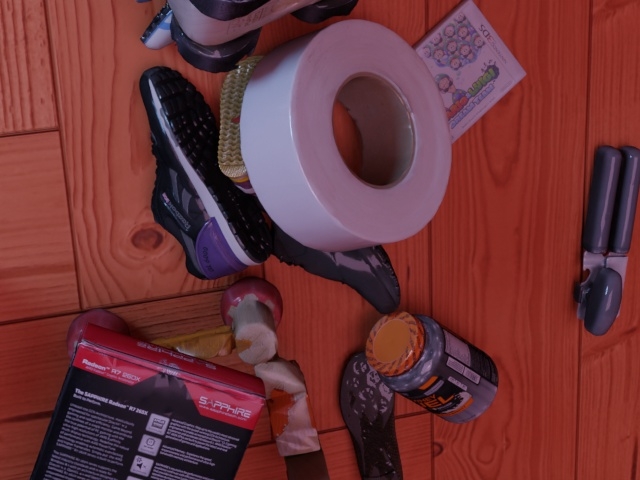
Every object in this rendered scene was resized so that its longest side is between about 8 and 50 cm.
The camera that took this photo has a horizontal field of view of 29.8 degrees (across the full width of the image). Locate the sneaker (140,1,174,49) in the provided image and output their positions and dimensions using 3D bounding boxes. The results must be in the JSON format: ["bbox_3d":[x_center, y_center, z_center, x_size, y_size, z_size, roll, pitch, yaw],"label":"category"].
[{"bbox_3d":[-0.115,-0.300,1.488,0.237,0.085,0.086,-35,105,-4],"label":"sneaker"}]

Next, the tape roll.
[{"bbox_3d":[0.038,-0.129,1.516,0.286,0.100,0.286,10,75,-41],"label":"tape roll"}]

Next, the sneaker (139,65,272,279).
[{"bbox_3d":[-0.182,-0.077,1.533,0.124,0.107,0.283,-22,98,27],"label":"sneaker"}]

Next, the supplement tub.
[{"bbox_3d":[0.157,0.178,1.707,0.190,0.117,0.117,33,95,-39],"label":"supplement tub"}]

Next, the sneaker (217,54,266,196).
[{"bbox_3d":[-0.085,-0.146,1.542,0.084,0.070,0.185,47,46,-56],"label":"sneaker"}]

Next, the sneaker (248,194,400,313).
[{"bbox_3d":[0.000,0.000,1.632,0.130,0.109,0.286,-38,107,4],"label":"sneaker"}]

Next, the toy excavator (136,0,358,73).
[{"bbox_3d":[-0.190,-0.415,1.338,0.433,0.222,0.445,-26,84,-14],"label":"toy excavator"}]

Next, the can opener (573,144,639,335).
[{"bbox_3d":[0.435,0.000,1.780,0.074,0.093,0.280,0,103,-18],"label":"can opener"}]

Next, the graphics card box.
[{"bbox_3d":[-0.235,0.305,1.455,0.233,0.094,0.371,18,102,-10],"label":"graphics card box"}]

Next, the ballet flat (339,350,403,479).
[{"bbox_3d":[0.080,0.275,1.775,0.084,0.058,0.250,-10,106,8],"label":"ballet flat"}]

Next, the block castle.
[{"bbox_3d":[-0.148,0.292,1.618,0.303,0.213,0.453,-13,106,-2],"label":"block castle"}]

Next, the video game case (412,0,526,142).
[{"bbox_3d":[0.187,-0.228,1.652,0.157,0.019,0.143,-43,115,-1],"label":"video game case"}]
